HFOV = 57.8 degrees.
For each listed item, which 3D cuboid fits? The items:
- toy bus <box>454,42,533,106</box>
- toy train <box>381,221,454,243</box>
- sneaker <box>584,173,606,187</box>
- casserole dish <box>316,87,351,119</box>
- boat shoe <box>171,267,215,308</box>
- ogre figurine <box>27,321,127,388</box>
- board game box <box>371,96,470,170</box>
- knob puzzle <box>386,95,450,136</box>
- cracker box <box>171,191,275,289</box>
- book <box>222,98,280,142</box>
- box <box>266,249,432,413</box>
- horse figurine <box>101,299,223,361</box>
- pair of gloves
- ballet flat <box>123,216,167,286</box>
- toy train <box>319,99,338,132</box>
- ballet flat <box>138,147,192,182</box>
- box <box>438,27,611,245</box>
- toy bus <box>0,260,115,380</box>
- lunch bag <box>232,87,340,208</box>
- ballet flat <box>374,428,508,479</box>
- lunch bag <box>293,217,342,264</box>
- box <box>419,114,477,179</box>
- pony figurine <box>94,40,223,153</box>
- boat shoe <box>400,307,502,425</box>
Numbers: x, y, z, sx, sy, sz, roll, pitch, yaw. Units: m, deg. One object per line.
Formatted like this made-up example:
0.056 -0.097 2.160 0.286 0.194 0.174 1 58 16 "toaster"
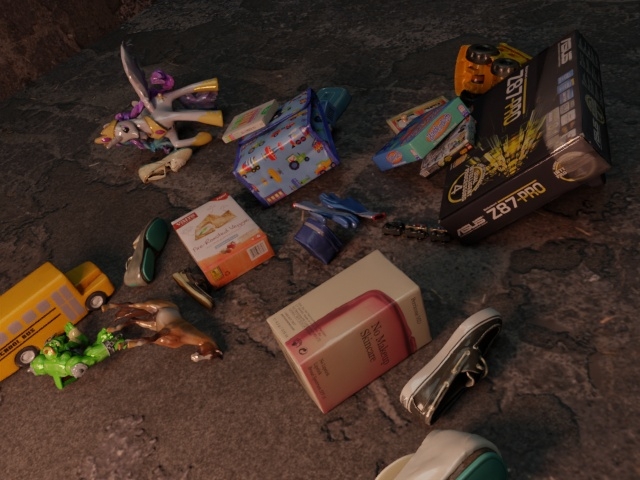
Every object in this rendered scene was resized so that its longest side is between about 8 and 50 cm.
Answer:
0.474 -0.401 1.440 0.212 0.149 0.220 -15 40 -18 "toy bus"
0.203 -0.019 1.201 0.159 0.027 0.036 9 38 30 "toy train"
0.506 -0.202 1.234 0.131 0.112 0.318 -22 33 23 "sneaker"
0.015 -0.391 1.680 0.114 0.036 0.188 8 47 28 "casserole dish"
-0.267 0.095 1.244 0.049 0.056 0.152 -44 45 -18 "boat shoe"
-0.497 0.230 1.169 0.197 0.096 0.118 14 31 14 "ogre figurine"
0.222 -0.236 1.319 0.160 0.047 0.210 -44 12 -14 "board game box"
0.279 -0.304 1.480 0.213 0.029 0.213 -11 41 10 "knob puzzle"
-0.228 -0.006 1.331 0.156 0.067 0.232 -32 41 -14 "cracker box"
-0.179 -0.303 1.489 0.144 0.035 0.096 -15 36 36 "book"
0.053 0.152 0.980 0.233 0.148 0.127 -32 42 -12 "box"
-0.325 0.169 1.149 0.175 0.066 0.263 -3 16 -35 "horse figurine"
0.039 -0.068 1.251 0.159 0.023 0.198 22 21 30 "pair of gloves"
-0.420 0.024 1.375 0.068 0.072 0.213 -14 41 14 "ballet flat"
-0.043 -0.325 1.577 0.184 0.080 0.105 7 78 33 "toy train"
-0.438 -0.210 1.666 0.168 0.057 0.052 -24 68 1 "ballet flat"
0.401 -0.209 1.163 0.318 0.097 0.394 -32 27 42 "box"
-0.624 0.161 1.260 0.108 0.130 0.333 25 58 40 "toy bus"
-0.092 -0.259 1.461 0.221 0.138 0.293 -30 37 17 "lunch bag"
0.072 0.391 0.745 0.400 0.139 0.139 -35 42 -23 "ballet flat"
0.000 0.000 1.212 0.067 0.098 0.065 32 80 41 "lunch bag"
0.276 -0.199 1.252 0.137 0.027 0.093 -36 25 42 "box"
-0.485 -0.402 1.754 0.364 0.302 0.350 -7 49 -8 "pony figurine"
0.225 0.200 0.917 0.219 0.077 0.070 -43 44 -13 "boat shoe"
